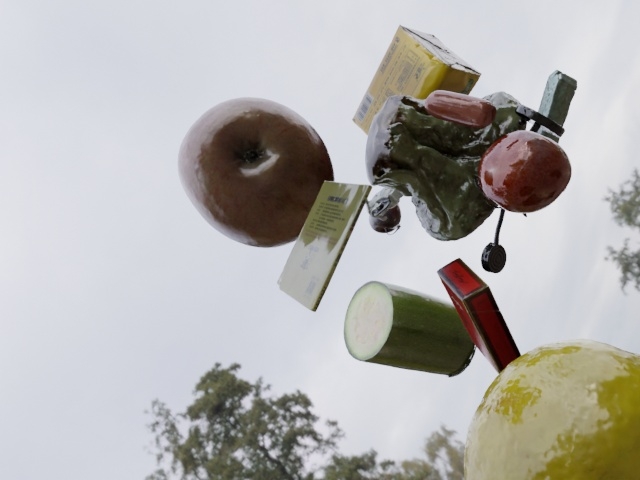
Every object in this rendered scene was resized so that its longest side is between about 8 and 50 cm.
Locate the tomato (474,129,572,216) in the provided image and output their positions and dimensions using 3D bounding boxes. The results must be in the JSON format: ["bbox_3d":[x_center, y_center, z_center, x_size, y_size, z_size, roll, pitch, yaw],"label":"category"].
[{"bbox_3d":[0.377,-0.128,1.050,0.167,0.167,0.167,-28,-48,-37],"label":"tomato"}]

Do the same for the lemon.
[{"bbox_3d":[0.356,0.304,0.759,0.348,0.348,0.348,-28,-48,-37],"label":"lemon"}]

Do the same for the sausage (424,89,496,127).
[{"bbox_3d":[0.293,-0.279,1.201,0.062,0.154,0.062,-29,-49,-39],"label":"sausage"}]

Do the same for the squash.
[{"bbox_3d":[0.300,0.290,1.846,0.384,0.263,0.263,17,-81,-29],"label":"squash"}]

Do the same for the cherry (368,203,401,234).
[{"bbox_3d":[0.239,-0.099,1.955,0.148,0.115,0.188,-47,-1,-23],"label":"cherry"}]

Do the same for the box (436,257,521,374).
[{"bbox_3d":[0.360,0.172,1.278,0.074,0.153,0.240,-29,-66,6],"label":"box"}]

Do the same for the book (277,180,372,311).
[{"bbox_3d":[0.000,0.000,0.850,0.013,0.168,0.192,26,-92,-22],"label":"book"}]

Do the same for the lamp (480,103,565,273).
[{"bbox_3d":[0.434,-0.105,1.228,0.130,0.108,0.371,16,-89,-39],"label":"lamp"}]

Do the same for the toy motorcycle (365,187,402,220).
[{"bbox_3d":[0.216,-0.146,1.762,0.102,0.150,0.221,45,-111,-9],"label":"toy motorcycle"}]

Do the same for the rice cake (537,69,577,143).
[{"bbox_3d":[0.595,-0.327,1.450,0.069,0.063,0.207,16,-90,-19],"label":"rice cake"}]

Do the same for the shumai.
[{"bbox_3d":[0.279,-0.219,1.401,0.323,0.324,0.398,21,-75,-16],"label":"shumai"}]

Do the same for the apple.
[{"bbox_3d":[-0.139,-0.147,1.221,0.345,0.344,0.269,-67,-9,6],"label":"apple"}]

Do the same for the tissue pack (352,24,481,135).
[{"bbox_3d":[0.325,-0.501,1.984,0.228,0.293,0.382,-6,-44,-39],"label":"tissue pack"}]
